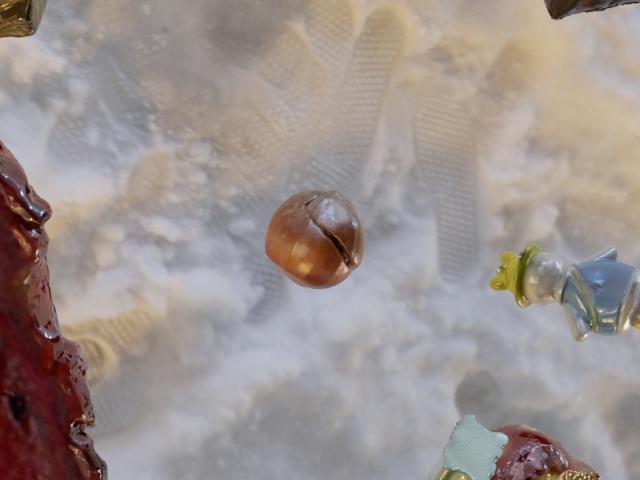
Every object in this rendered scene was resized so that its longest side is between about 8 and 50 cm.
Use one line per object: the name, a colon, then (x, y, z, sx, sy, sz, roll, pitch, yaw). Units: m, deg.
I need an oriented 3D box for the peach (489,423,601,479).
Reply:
peach: (0.212, 0.355, 1.483, 0.159, 0.154, 0.267, 35, 93, -38)

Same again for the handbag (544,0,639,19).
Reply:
handbag: (0.305, -0.345, 1.193, 0.169, 0.155, 0.215, -11, 143, 0)

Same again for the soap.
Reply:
soap: (0.136, 0.306, 1.310, 0.063, 0.114, 0.198, 31, 120, 8)

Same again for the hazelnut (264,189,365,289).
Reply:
hazelnut: (0.000, 0.000, 1.984, 0.182, 0.182, 0.182, -8, 107, -26)

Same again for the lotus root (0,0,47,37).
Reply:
lotus root: (-0.285, -0.265, 0.755, 0.210, 0.314, 0.142, 10, 71, -8)

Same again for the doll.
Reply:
doll: (0.351, 0.065, 1.554, 0.099, 0.241, 0.135, 3, 100, -63)

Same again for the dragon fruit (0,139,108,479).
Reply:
dragon fruit: (-0.235, 0.089, 0.649, 0.302, 0.240, 0.330, 30, 110, 9)
